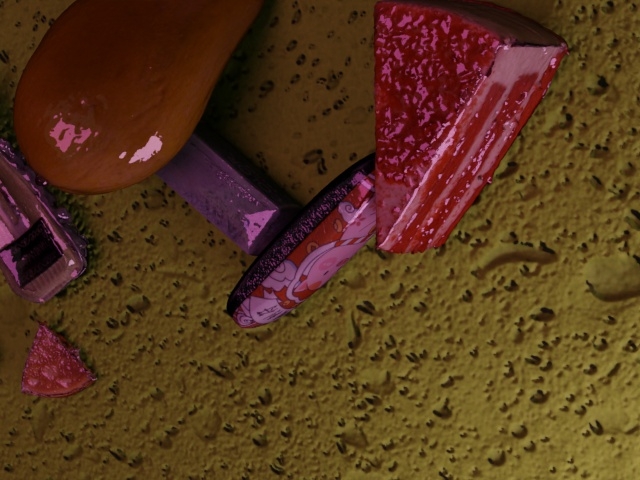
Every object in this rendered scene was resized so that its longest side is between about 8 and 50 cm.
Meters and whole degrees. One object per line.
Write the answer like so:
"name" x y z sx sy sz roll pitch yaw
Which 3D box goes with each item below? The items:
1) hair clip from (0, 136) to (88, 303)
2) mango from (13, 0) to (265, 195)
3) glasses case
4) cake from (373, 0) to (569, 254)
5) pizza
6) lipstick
"hair clip" -0.401 -0.078 1.798 0.138 0.091 0.321 -36 98 26
"mango" -0.203 -0.192 1.601 0.195 0.142 0.331 24 70 14
"glasses case" 0.000 0.000 1.593 0.266 0.103 0.067 -46 73 25
"cake" 0.101 -0.130 1.495 0.159 0.158 0.262 41 114 23
"pizza" -0.314 0.156 1.825 0.099 0.029 0.100 19 107 17
"lipstick" -0.145 -0.094 1.672 0.290 0.077 0.076 40 106 20
